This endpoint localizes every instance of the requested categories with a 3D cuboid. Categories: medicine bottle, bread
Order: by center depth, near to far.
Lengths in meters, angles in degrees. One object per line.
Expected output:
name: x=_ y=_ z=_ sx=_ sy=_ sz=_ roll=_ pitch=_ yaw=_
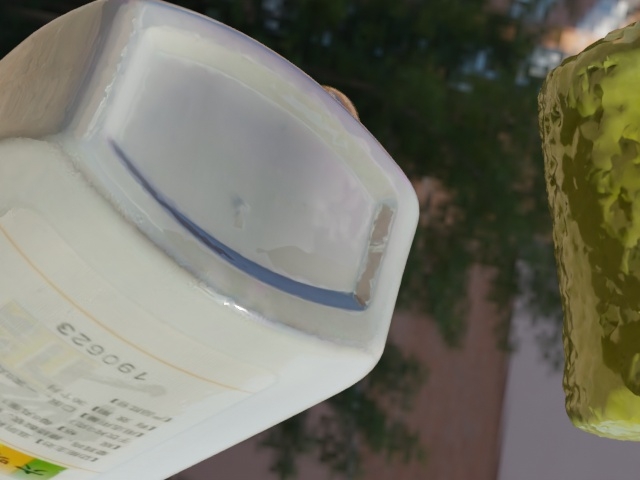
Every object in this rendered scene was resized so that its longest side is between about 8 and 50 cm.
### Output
medicine bottle: x=-0.118 y=0.031 z=0.826 sx=0.324 sy=0.179 sz=0.124 roll=-33 pitch=-147 yaw=45
bread: x=0.318 y=-0.015 z=1.383 sx=0.348 sy=0.348 sz=0.308 roll=147 pitch=-72 yaw=-77

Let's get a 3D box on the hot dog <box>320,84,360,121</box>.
hot dog: x=0.000 y=0.000 z=1.337 sx=0.337 sy=0.100 sz=0.135 roll=-83 pitch=174 yaw=-64
